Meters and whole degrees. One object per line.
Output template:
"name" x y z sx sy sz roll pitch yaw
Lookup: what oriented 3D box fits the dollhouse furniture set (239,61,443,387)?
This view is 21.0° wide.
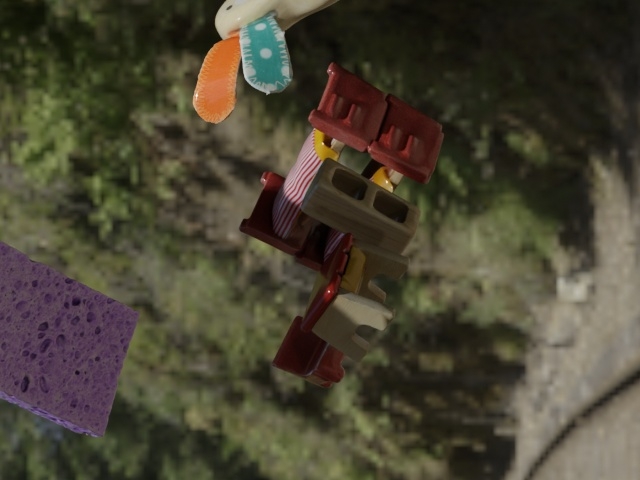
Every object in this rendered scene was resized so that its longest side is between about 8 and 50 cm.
"dollhouse furniture set" 0.000 0.000 1.871 0.201 0.152 0.374 -56 9 37

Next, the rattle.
"rattle" -0.035 -0.188 1.055 0.200 0.130 0.142 -43 -50 -27

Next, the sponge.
"sponge" -0.250 0.075 1.441 0.210 0.031 0.117 31 -112 -37
